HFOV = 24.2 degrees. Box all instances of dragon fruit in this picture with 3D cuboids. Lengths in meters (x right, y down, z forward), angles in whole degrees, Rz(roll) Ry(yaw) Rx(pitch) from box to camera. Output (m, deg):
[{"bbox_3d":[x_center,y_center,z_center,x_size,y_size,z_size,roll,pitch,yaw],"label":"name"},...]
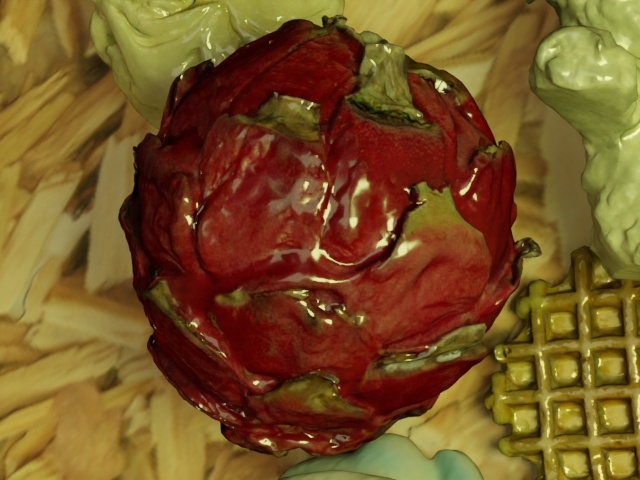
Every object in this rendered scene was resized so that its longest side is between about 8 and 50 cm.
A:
[{"bbox_3d":[0.002,0.000,1.130,0.329,0.329,0.329,-2,83,17],"label":"dragon fruit"}]

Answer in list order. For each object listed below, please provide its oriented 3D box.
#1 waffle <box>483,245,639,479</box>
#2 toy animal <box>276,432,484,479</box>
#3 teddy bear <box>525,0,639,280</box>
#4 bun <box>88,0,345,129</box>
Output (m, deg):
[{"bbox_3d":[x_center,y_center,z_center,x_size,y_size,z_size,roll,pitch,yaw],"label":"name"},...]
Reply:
[{"bbox_3d":[0.260,0.114,1.166,0.253,0.056,0.249,-38,74,8],"label":"waffle"},{"bbox_3d":[0.091,0.266,1.131,0.289,0.249,0.174,2,44,52],"label":"toy animal"},{"bbox_3d":[0.292,-0.142,1.033,0.327,0.375,0.362,5,88,-20],"label":"teddy bear"},{"bbox_3d":[-0.096,-0.199,1.270,0.229,0.145,0.229,-3,81,20],"label":"bun"}]
